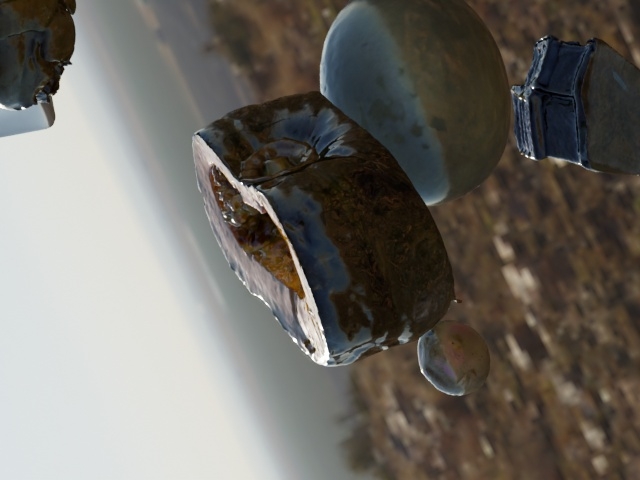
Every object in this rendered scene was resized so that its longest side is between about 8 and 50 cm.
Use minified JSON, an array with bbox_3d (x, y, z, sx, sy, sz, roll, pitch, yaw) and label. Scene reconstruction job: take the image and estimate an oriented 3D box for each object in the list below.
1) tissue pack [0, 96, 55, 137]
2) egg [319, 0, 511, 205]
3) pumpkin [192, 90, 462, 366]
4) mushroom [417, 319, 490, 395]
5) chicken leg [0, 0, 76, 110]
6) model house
[{"bbox_3d":[-0.448,-0.201,2.016,0.136,0.246,0.159,112,147,-80],"label":"tissue pack"},{"bbox_3d":[0.130,-0.206,2.369,0.258,0.258,0.352,71,-171,-50],"label":"egg"},{"bbox_3d":[0.000,0.000,1.564,0.317,0.139,0.222,39,153,55],"label":"pumpkin"},{"bbox_3d":[0.138,0.124,1.801,0.067,0.083,0.083,-46,64,47],"label":"mushroom"},{"bbox_3d":[-0.278,-0.224,1.596,0.088,0.103,0.228,-81,-8,-63],"label":"chicken leg"},{"bbox_3d":[0.265,-0.145,1.829,0.152,0.106,0.165,15,117,49],"label":"model house"}]
